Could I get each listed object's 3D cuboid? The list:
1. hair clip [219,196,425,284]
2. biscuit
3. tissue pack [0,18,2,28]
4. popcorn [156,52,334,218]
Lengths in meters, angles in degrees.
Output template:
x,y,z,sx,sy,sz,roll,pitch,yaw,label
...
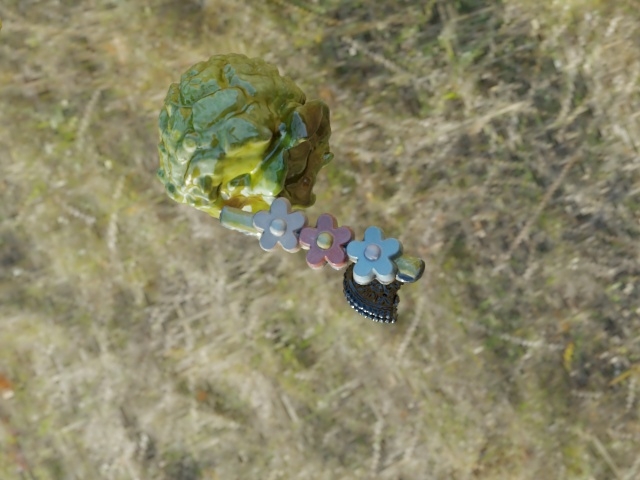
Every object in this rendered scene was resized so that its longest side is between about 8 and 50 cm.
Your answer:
x,y,z,sx,sy,sz,roll,pitch,yaw,label
-0.002,-0.001,1.331,0.214,0.056,0.062,15,87,22,hair clip
0.066,0.055,1.521,0.089,0.087,0.027,45,139,28,biscuit
-0.647,-0.241,1.682,0.293,0.382,0.228,-46,68,27,tissue pack
-0.112,-0.145,1.937,0.270,0.258,0.224,-35,45,53,popcorn
